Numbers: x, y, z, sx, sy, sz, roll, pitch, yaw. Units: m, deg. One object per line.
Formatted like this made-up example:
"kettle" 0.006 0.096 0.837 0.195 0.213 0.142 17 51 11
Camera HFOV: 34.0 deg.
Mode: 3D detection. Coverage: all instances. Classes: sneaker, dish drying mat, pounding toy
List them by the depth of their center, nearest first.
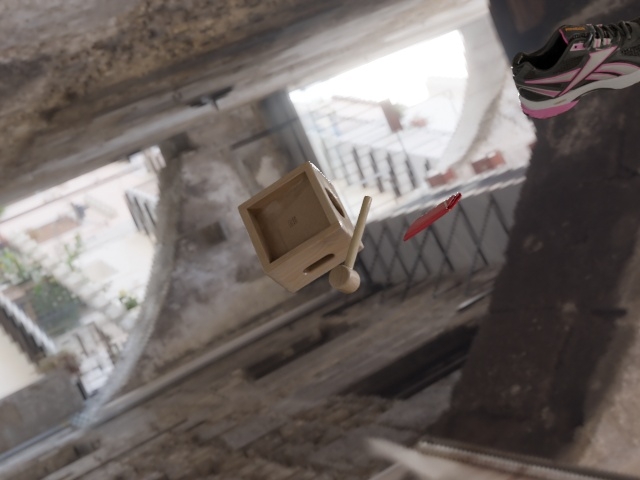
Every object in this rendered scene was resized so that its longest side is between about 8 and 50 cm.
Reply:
"sneaker" 0.280 -0.194 1.083 0.077 0.178 0.072 53 14 -37
"dish drying mat" 0.116 -0.025 1.095 0.008 0.032 0.083 43 -35 -8
"pounding toy" 0.010 0.000 1.471 0.094 0.181 0.206 41 20 -56
